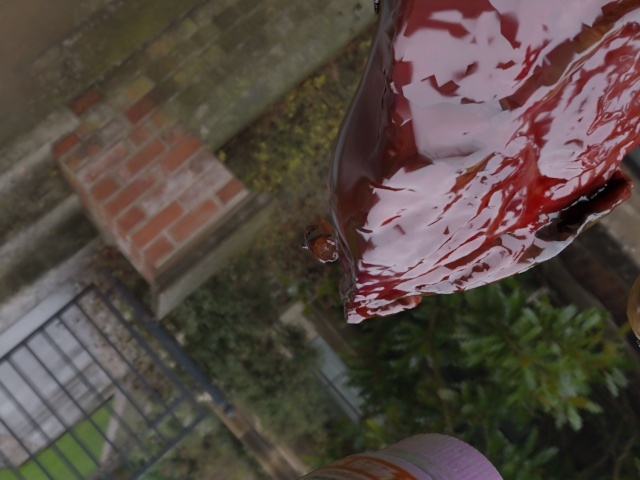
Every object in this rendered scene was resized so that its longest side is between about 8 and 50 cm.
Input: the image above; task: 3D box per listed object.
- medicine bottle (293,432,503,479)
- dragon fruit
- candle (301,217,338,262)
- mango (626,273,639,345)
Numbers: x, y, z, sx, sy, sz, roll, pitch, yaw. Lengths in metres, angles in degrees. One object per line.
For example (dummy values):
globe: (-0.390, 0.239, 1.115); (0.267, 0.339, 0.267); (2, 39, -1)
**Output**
medicine bottle: (0.035, 0.340, 1.035); (0.219, 0.219, 0.388); (-43, 160, 33)
dragon fruit: (0.091, -0.088, 0.606); (0.302, 0.240, 0.330); (-2, 137, -29)
candle: (0.000, 0.000, 1.341); (0.162, 0.053, 0.048); (-117, -145, -77)
mango: (0.477, 0.070, 1.157); (0.236, 0.166, 0.136); (-21, -146, 15)
